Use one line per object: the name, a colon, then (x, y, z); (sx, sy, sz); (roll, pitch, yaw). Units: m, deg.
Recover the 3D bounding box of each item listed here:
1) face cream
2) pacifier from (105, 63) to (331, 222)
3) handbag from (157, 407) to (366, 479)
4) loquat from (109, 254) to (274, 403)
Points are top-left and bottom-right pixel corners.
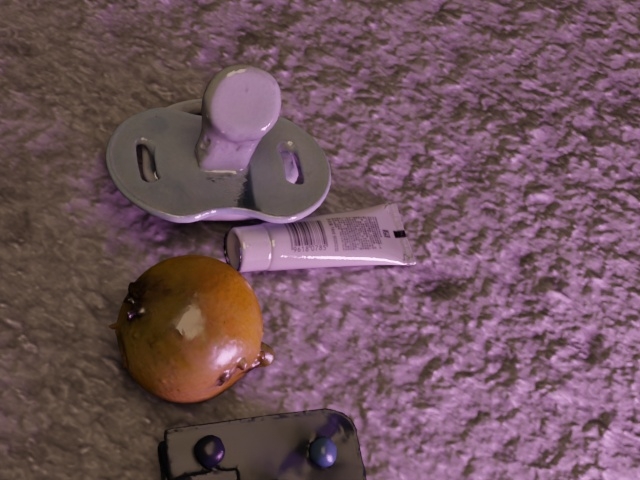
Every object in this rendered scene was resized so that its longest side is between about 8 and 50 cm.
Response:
face cream: (0.000, 0.000, 1.718); (0.243, 0.058, 0.092); (-5, 63, -25)
pacifier: (-0.116, -0.131, 1.656); (0.278, 0.207, 0.227); (0, 50, -17)
handbag: (-0.064, 0.357, 1.512); (0.269, 0.118, 0.326); (-6, 67, -18)
loquat: (-0.141, 0.104, 1.577); (0.204, 0.149, 0.172); (24, 60, -21)
